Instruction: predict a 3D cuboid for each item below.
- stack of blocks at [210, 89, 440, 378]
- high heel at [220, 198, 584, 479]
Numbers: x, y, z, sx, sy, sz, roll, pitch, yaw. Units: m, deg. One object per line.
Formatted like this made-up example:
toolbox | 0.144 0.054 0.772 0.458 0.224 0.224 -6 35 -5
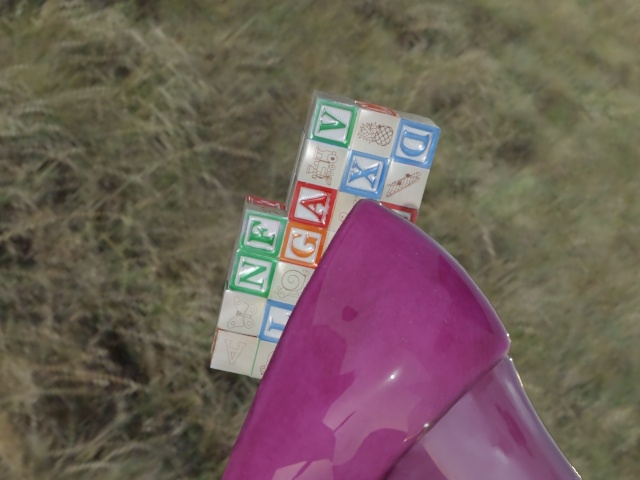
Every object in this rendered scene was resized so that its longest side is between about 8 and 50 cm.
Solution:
stack of blocks | 0.000 0.000 1.247 0.171 0.297 0.087 13 12 -7
high heel | -0.063 0.151 0.595 0.181 0.377 0.127 56 5 10
